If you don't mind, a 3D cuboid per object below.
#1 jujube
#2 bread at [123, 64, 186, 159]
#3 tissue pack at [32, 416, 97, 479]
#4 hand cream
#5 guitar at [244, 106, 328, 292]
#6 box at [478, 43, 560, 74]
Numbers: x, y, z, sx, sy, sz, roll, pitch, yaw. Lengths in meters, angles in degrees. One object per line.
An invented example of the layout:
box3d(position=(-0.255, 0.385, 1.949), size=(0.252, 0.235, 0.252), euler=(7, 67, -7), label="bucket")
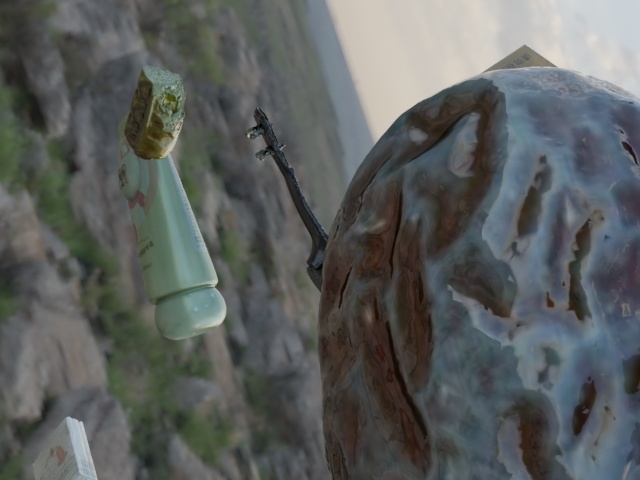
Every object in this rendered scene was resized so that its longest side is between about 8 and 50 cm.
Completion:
box3d(position=(0.115, 0.061, 0.792), size=(0.215, 0.246, 0.308), euler=(53, 22, -51), label="jujube")
box3d(position=(-0.195, -0.145, 1.723), size=(0.060, 0.066, 0.110), euler=(-56, 168, -59), label="bread")
box3d(position=(-0.208, 0.190, 1.191), size=(0.023, 0.056, 0.108), euler=(31, 9, -24), label="tissue pack")
box3d(position=(-0.200, -0.027, 1.875), size=(0.147, 0.093, 0.306), euler=(144, -69, -66), label="hand cream")
box3d(position=(-0.002, 0.001, 1.333), size=(0.271, 0.038, 0.084), euler=(59, -14, -18), label="guitar")
box3d(position=(0.290, -0.135, 1.849), size=(0.237, 0.152, 0.070), euler=(40, -30, 31), label="box")
